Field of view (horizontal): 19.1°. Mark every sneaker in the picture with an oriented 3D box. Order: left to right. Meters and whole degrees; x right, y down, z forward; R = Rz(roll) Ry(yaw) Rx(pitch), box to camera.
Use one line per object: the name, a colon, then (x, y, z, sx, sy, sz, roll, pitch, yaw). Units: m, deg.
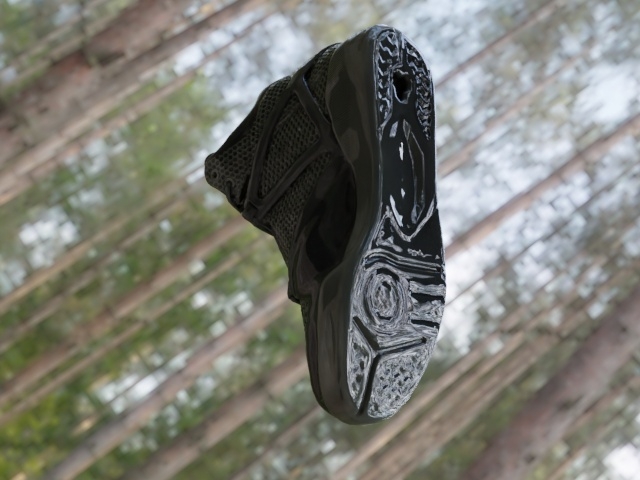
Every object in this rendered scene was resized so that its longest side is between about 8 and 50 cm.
sneaker: (0.000, 0.000, 1.080, 0.130, 0.087, 0.227, -18, -114, 41)
